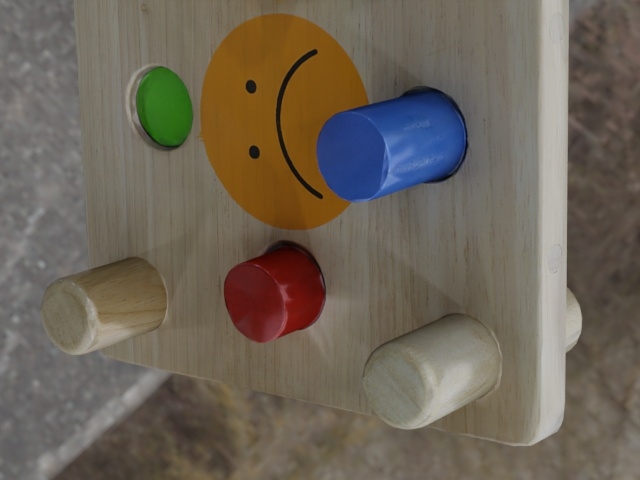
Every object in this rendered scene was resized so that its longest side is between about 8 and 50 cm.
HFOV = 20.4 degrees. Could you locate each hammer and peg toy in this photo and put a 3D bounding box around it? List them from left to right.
[{"bbox_3d":[0.000,0.000,0.782,0.127,0.266,0.361,-18,110,-51],"label":"hammer and peg toy"}]
